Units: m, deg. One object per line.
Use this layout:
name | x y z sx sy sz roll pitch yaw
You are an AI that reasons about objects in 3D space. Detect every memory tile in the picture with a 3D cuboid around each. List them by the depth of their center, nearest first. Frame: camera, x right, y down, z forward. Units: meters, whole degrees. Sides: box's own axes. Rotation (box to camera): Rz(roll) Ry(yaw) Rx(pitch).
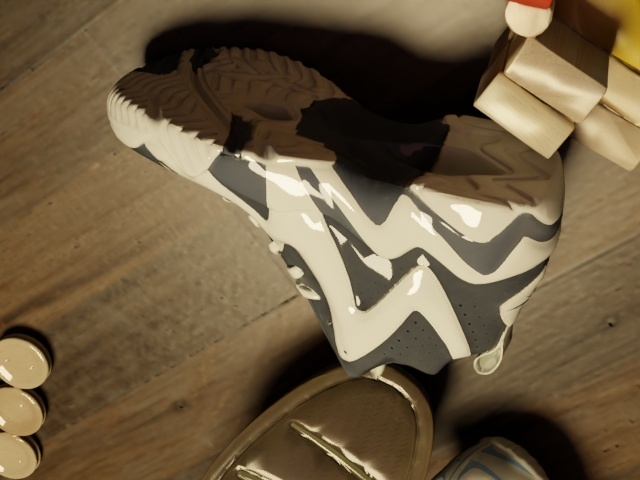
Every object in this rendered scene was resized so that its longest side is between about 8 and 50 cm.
memory tile | -0.240 0.089 0.814 0.148 0.012 0.113 15 121 5

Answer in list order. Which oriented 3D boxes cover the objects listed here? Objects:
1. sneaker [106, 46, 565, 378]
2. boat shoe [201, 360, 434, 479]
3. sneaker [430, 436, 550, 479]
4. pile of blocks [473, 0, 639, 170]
sneaker | 0.000 0.000 0.656 0.235 0.094 0.153 13 128 15
boat shoe | -0.033 0.191 0.767 0.111 0.104 0.307 34 102 5
sneaker | 0.132 0.221 0.740 0.086 0.085 0.237 -38 101 -17
pile of blocks | 0.095 -0.185 0.521 0.149 0.112 0.362 -15 114 21
